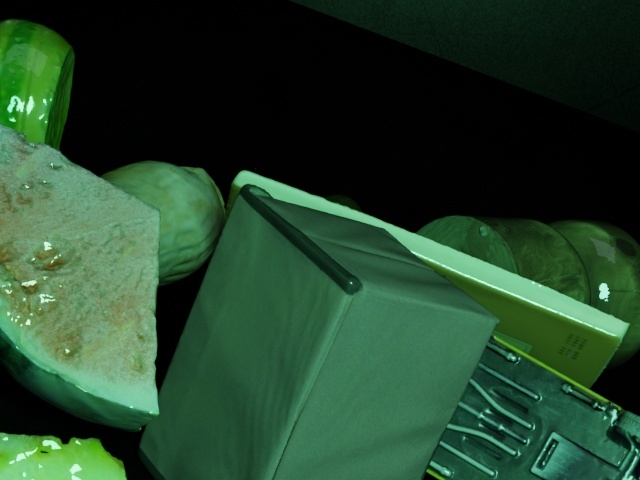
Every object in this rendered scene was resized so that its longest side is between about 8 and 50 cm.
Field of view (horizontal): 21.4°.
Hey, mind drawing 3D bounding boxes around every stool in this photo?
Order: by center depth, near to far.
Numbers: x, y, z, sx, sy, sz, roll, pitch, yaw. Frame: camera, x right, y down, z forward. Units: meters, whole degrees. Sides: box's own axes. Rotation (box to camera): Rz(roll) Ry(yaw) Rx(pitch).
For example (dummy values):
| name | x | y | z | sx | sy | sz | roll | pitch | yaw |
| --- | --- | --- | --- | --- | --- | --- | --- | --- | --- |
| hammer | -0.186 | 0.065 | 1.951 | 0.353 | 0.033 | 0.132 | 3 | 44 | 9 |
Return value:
| name | x | y | z | sx | sy | sz | roll | pitch | yaw |
| --- | --- | --- | --- | --- | --- | --- | --- | --- | --- |
| stool | 0.226 | 0.062 | 1.871 | 0.264 | 0.179 | 0.179 | 2 | 26 | -48 |

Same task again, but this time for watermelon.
| name | x | y | z | sx | sy | sz | roll | pitch | yaw |
| --- | --- | --- | --- | --- | --- | --- | --- | --- | --- |
| watermelon | -0.207 | 0.048 | 1.405 | 0.256 | 0.176 | 0.260 | 44 | 35 | -35 |

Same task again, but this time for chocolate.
| name | x | y | z | sx | sy | sz | roll | pitch | yaw |
| --- | --- | --- | --- | --- | --- | --- | --- | --- | --- |
| chocolate | -0.199 | -0.006 | 1.662 | 0.134 | 0.134 | 0.309 | 29 | 23 | 21 |

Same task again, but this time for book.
| name | x | y | z | sx | sy | sz | roll | pitch | yaw |
| --- | --- | --- | --- | --- | --- | --- | --- | --- | --- |
| book | 0.083 | 0.069 | 1.654 | 0.389 | 0.032 | 0.269 | 23 | -27 | 2 |

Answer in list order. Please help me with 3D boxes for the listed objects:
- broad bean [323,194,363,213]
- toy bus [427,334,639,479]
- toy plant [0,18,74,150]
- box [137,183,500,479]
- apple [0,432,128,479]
| name | x | y | z | sx | sy | sz | roll | pitch | yaw |
| --- | --- | --- | --- | --- | --- | --- | --- | --- | --- |
| broad bean | 0.006 | -0.006 | 1.998 | 0.075 | 0.067 | 0.325 | 16 | 14 | 12 |
| toy bus | 0.179 | 0.177 | 1.526 | 0.330 | 0.144 | 0.152 | 30 | -2 | 23 |
| toy plant | -0.433 | -0.166 | 1.819 | 0.316 | 0.184 | 0.224 | 10 | 33 | -4 |
| box | -0.007 | 0.113 | 1.326 | 0.153 | 0.252 | 0.188 | 10 | 20 | -36 |
| apple | -0.258 | 0.182 | 0.959 | 0.346 | 0.179 | 0.254 | 11 | 8 | -26 |
